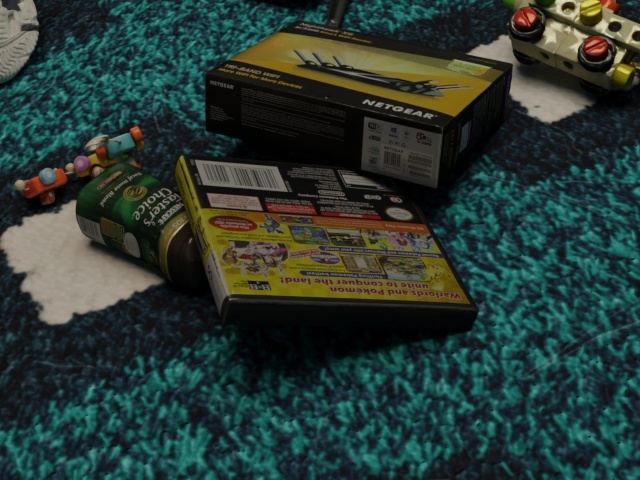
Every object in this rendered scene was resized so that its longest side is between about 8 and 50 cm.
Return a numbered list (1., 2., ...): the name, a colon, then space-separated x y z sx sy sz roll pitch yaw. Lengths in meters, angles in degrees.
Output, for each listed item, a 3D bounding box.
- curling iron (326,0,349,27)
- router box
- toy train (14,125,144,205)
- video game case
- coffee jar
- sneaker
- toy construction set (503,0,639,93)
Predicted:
1. curling iron: 0.024 -0.383 1.741 0.068 0.035 0.274 -11 41 12
2. router box: 0.050 -0.176 1.425 0.308 0.081 0.243 16 31 22
3. toy train: -0.278 -0.082 1.383 0.166 0.046 0.125 -22 3 39
4. video game case: 0.000 0.000 1.233 0.274 0.035 0.248 3 36 -23
5. coffee jar: -0.180 -0.017 1.301 0.184 0.079 0.096 25 49 29
6. sneaker: -0.485 -0.314 1.676 0.153 0.094 0.235 -21 67 42
7. toy construction set: 0.370 -0.302 1.525 0.327 0.151 0.215 25 73 40
